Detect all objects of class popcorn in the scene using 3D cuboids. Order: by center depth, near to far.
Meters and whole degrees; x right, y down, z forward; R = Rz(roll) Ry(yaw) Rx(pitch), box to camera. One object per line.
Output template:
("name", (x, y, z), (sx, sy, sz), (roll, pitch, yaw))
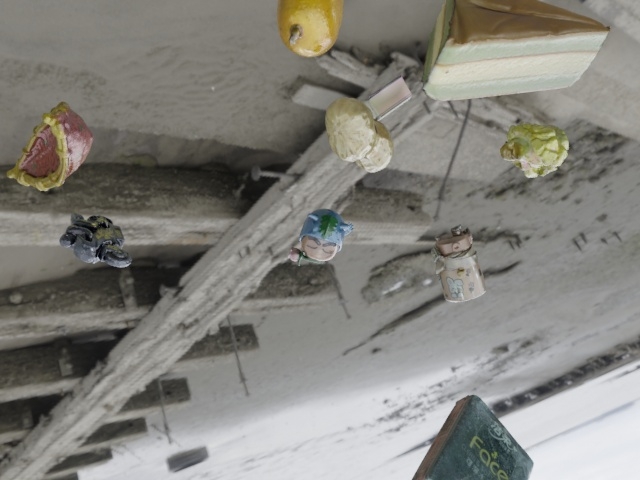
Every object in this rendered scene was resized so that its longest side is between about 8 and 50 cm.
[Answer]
("popcorn", (0.491, -0.214, 1.384), (0.126, 0.145, 0.125), (-56, 150, 4))

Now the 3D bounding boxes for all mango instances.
("mango", (-0.010, -0.485, 1.215), (0.119, 0.317, 0.177), (4, 146, 21))

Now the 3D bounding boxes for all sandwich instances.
("sandwich", (0.186, -0.168, 0.575), (0.163, 0.114, 0.079), (18, 143, -2))

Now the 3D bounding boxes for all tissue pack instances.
("tissue pack", (0.350, 0.536, 1.384), (0.103, 0.228, 0.315), (-42, 177, 39))

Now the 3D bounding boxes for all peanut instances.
("peanut", (0.093, -0.226, 1.362), (0.111, 0.125, 0.274), (13, 174, 30))

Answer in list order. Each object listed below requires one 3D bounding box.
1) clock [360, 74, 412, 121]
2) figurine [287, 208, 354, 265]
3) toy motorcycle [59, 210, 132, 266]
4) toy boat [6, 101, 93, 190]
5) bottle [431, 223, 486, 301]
("clock", (0.148, -0.369, 1.675), (0.147, 0.071, 0.192), (-38, -171, -23))
("figurine", (-0.005, 0.001, 1.387), (0.145, 0.114, 0.178), (-61, -172, -7))
("toy motorcycle", (-0.449, -0.005, 1.181), (0.124, 0.193, 0.061), (6, 116, -38))
("toy boat", (-0.488, -0.167, 1.096), (0.099, 0.141, 0.317), (1, 168, -37))
("bottle", (0.286, 0.046, 1.271), (0.098, 0.152, 0.099), (-17, -170, 3))
